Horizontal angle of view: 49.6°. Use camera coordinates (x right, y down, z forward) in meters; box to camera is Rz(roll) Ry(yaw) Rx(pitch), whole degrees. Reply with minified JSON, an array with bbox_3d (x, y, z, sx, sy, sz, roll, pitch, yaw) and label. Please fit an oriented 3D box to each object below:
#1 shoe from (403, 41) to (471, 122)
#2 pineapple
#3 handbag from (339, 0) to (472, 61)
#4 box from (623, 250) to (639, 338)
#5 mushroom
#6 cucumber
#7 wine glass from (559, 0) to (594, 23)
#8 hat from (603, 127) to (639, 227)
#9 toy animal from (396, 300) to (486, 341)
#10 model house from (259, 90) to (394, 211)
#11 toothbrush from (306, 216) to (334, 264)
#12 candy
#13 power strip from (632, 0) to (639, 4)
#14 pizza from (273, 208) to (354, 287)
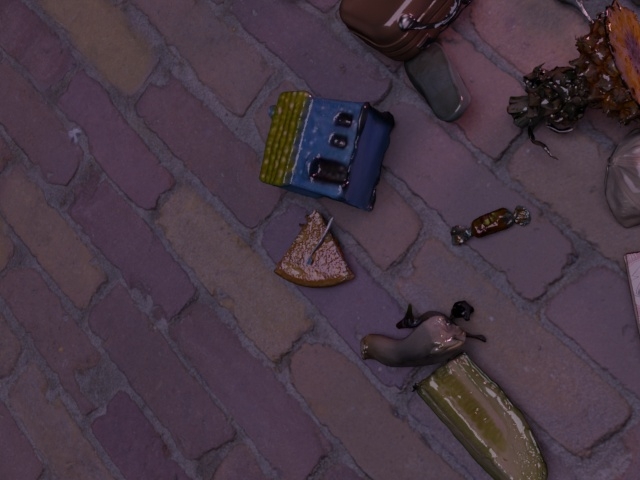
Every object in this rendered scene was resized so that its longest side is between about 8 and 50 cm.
[{"bbox_3d":[0.275,-0.352,1.583,0.103,0.100,0.251,-34,49,19],"label":"shoe"},{"bbox_3d":[0.525,-0.312,1.426,0.272,0.263,0.262,-19,77,44],"label":"pineapple"},{"bbox_3d":[0.218,-0.550,1.564,0.302,0.149,0.283,-47,48,10],"label":"handbag"},{"bbox_3d":[0.792,0.101,1.333,0.354,0.069,0.214,-11,81,24],"label":"box"},{"bbox_3d":[0.200,0.234,1.536,0.278,0.099,0.096,-21,110,44],"label":"mushroom"},{"bbox_3d":[0.353,0.398,1.478,0.145,0.105,0.325,-37,70,-12],"label":"cucumber"},{"bbox_3d":[0.544,-0.534,1.499,0.074,0.074,0.262,-33,72,18],"label":"wine glass"},{"bbox_3d":[0.699,-0.118,1.355,0.226,0.164,0.219,17,94,45],"label":"hat"},{"bbox_3d":[0.265,0.185,1.553,0.203,0.070,0.105,-5,97,22],"label":"toy animal"},{"bbox_3d":[-0.002,-0.220,1.636,0.303,0.216,0.237,16,92,29],"label":"model house"},{"bbox_3d":[0.000,0.000,1.656,0.013,0.011,0.131,31,96,30],"label":"toothbrush"},{"bbox_3d":[0.371,-0.035,1.536,0.182,0.046,0.053,-21,79,18],"label":"candy"},{"bbox_3d":[0.641,-0.621,1.446,0.118,0.046,0.270,-36,82,10],"label":"power strip"},{"bbox_3d":[-0.003,0.022,1.691,0.201,0.053,0.193,12,90,19],"label":"pizza"}]
